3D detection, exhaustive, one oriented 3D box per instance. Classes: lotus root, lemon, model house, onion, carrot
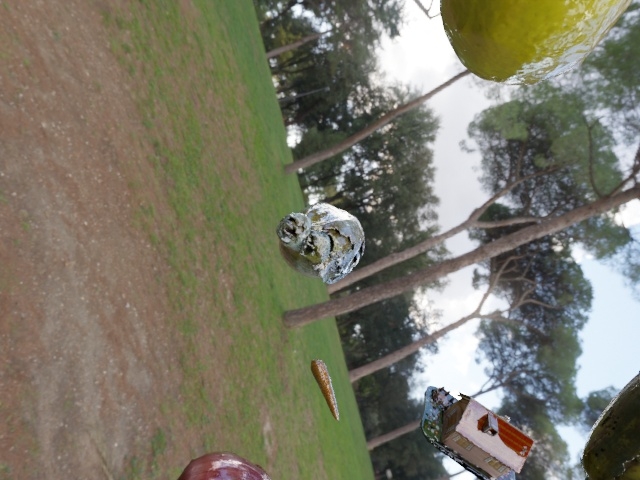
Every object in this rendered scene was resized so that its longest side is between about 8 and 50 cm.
[{"bbox_3d":[0.706,0.380,0.913,0.196,0.397,0.179,32,8,-45],"label":"lotus root"},{"bbox_3d":[0.266,-0.321,0.557,0.288,0.234,0.233,38,33,-75],"label":"lemon"},{"bbox_3d":[0.001,0.003,0.452,0.165,0.088,0.088,-3,75,-79],"label":"lotus root"},{"bbox_3d":[0.429,0.485,1.165,0.294,0.154,0.207,34,32,1],"label":"model house"},{"bbox_3d":[-0.124,0.482,0.719,0.284,0.120,0.227,37,55,-34],"label":"onion"},{"bbox_3d":[0.020,0.454,1.338,0.048,0.048,0.216,-123,-167,-80],"label":"carrot"}]
